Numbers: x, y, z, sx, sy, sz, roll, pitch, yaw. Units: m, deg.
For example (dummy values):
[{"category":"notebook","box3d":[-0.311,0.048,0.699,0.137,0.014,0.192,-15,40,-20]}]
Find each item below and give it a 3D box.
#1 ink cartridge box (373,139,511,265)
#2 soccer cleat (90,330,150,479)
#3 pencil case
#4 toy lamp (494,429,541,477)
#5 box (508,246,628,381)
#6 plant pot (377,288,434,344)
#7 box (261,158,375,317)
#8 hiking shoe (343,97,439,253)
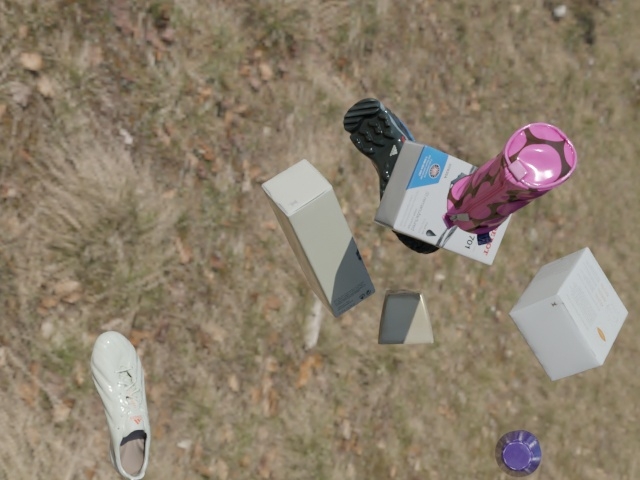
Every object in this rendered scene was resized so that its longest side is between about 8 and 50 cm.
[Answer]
[{"category":"ink cartridge box","box3d":[0.200,-0.058,1.536,0.139,0.191,0.082,-69,-158,3]},{"category":"soccer cleat","box3d":[-0.251,0.214,1.267,0.068,0.076,0.196,-11,100,-25]},{"category":"pencil case","box3d":[0.226,-0.068,1.203,0.095,0.098,0.209,67,-19,11]},{"category":"toy lamp","box3d":[0.343,0.366,1.701,0.275,0.080,0.080,42,61,-75]},{"category":"box","box3d":[0.383,0.111,1.506,0.130,0.091,0.170,58,38,-5]},{"category":"plant pot","box3d":[0.168,0.148,1.945,0.109,0.109,0.096,-41,129,-83]},{"category":"box","box3d":[0.000,0.000,1.720,0.094,0.113,0.275,-32,134,-9]},{"category":"hiking shoe","box3d":[0.157,-0.119,1.757,0.132,0.113,0.304,1,63,-62]}]
